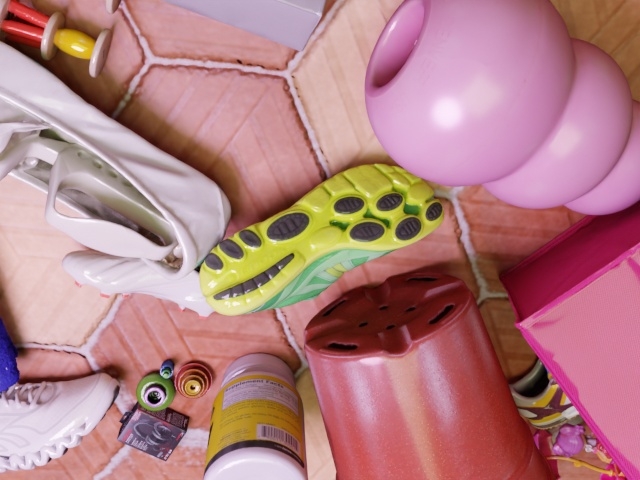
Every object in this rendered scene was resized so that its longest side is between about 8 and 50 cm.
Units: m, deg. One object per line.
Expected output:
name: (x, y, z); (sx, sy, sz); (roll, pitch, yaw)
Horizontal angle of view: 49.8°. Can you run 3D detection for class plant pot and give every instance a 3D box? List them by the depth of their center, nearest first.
plant pot: (0.114, 0.197, 0.817); (0.272, 0.272, 0.265); (-17, 106, 5)

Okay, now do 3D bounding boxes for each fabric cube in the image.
fabric cube: (0.375, 0.093, 0.735); (0.259, 0.254, 0.258); (-38, 91, 14)

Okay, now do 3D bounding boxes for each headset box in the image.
headset box: (-0.230, 0.253, 0.935); (0.083, 0.032, 0.062); (30, 110, -17)

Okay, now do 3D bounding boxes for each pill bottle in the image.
pill bottle: (-0.077, 0.236, 0.838); (0.119, 0.208, 0.119); (-1, 114, -3)

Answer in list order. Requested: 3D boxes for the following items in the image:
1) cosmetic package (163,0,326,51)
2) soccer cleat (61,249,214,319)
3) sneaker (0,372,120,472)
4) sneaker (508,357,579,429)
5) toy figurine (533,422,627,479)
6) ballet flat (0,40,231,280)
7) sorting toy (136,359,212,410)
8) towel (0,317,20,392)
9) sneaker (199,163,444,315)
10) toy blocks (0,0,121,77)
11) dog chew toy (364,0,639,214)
cosmetic package: (-0.099, -0.283, 0.639); (0.237, 0.107, 0.127); (15, 83, -8)
soccer cleat: (-0.203, 0.034, 0.822); (0.196, 0.068, 0.076); (16, 108, -18)
sneaker: (-0.398, 0.228, 0.878); (0.292, 0.110, 0.118); (-23, 107, 7)
sneaker: (0.338, 0.176, 0.911); (0.185, 0.070, 0.084); (-38, 116, 12)
toy figurine: (0.369, 0.291, 0.939); (0.159, 0.130, 0.173); (11, 128, 2)
ballet flat: (-0.277, -0.085, 0.711); (0.400, 0.139, 0.139); (31, 109, -17)
sorting toy: (-0.192, 0.189, 0.894); (0.101, 0.042, 0.061); (-19, 99, -6)
towel: (-0.495, 0.047, 0.810); (0.227, 0.076, 0.308); (-4, 115, 6)
sneaker: (0.000, 0.000, 0.802); (0.295, 0.123, 0.110); (-22, 78, -9)
toy blocks: (-0.281, -0.247, 0.692); (0.148, 0.054, 0.123); (19, 113, -11)
dog chew toy: (0.212, -0.126, 0.704); (0.331, 0.207, 0.207); (22, 112, -22)
